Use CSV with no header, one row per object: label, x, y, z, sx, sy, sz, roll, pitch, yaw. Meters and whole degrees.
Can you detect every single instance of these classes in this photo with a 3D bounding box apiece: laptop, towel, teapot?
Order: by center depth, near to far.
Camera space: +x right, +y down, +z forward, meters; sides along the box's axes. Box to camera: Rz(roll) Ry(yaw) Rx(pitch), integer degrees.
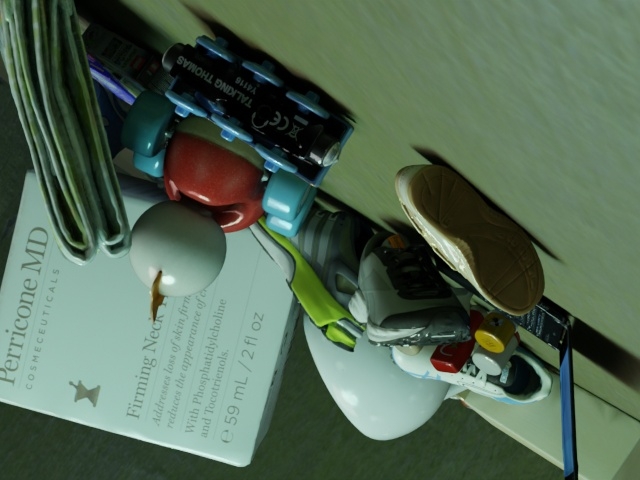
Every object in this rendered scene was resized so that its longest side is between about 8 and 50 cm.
laptop,0.194,0.130,1.603,0.264,0.136,0.234,34,175,11
towel,-0.293,-0.132,1.683,0.374,0.090,0.320,-172,69,-80
teapot,0.105,0.137,2.078,0.252,0.187,0.256,62,-165,4

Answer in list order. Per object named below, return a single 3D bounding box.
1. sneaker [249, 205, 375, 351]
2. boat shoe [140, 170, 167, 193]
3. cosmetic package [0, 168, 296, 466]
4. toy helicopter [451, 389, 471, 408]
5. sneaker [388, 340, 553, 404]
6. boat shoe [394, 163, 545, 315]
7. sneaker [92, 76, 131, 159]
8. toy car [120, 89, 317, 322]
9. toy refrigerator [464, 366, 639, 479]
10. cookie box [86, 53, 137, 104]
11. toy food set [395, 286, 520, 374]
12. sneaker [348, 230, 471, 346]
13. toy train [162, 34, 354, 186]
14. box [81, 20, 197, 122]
sneaker,0.000,0.000,1.890,0.300,0.121,0.111,55,-173,32
boat shoe,-0.187,-0.111,2.065,0.113,0.105,0.306,38,174,-30
cosmetic package,-0.233,0.095,2.172,0.394,0.329,0.327,14,-175,3
toy helicopter,0.262,0.261,2.432,0.355,0.140,0.235,33,177,-3
sneaker,0.199,0.156,1.957,0.237,0.085,0.086,17,172,-26
boat shoe,0.124,-0.006,1.259,0.170,0.063,0.059,48,172,-26
sneaker,-0.363,-0.199,2.190,0.130,0.147,0.330,32,174,31
toy car,-0.151,-0.014,1.748,0.219,0.238,0.210,25,171,4
toy refrigerator,0.331,0.250,2.026,0.269,0.102,0.094,29,172,46
cookie box,-0.258,-0.212,1.962,0.092,0.040,0.107,31,173,39
toy food set,0.166,0.090,1.849,0.232,0.104,0.111,3,138,47
sneaker,0.091,0.054,1.653,0.100,0.108,0.271,-1,-170,-14
toy train,-0.055,-0.116,1.326,0.184,0.080,0.105,32,-177,16
box,-0.199,-0.185,1.842,0.114,0.036,0.207,32,174,34
